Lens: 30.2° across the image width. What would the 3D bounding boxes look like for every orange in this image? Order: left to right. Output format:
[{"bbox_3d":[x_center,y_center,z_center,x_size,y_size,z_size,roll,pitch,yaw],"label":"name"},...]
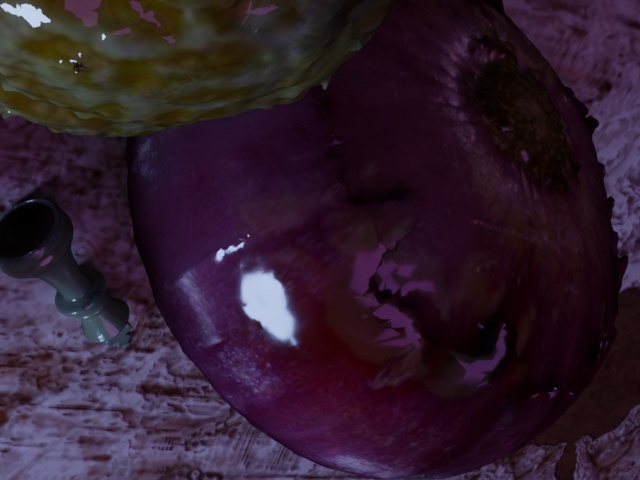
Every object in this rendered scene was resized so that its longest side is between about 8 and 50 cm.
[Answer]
[{"bbox_3d":[-0.050,-0.176,0.492,0.271,0.210,0.369,-37,160,-33],"label":"orange"}]

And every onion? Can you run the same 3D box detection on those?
[{"bbox_3d":[0.018,-0.014,0.776,0.345,0.358,0.358,-25,132,13],"label":"onion"}]

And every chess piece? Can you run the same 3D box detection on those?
[{"bbox_3d":[-0.176,0.034,0.862,0.059,0.059,0.149,-39,138,-5],"label":"chess piece"}]
